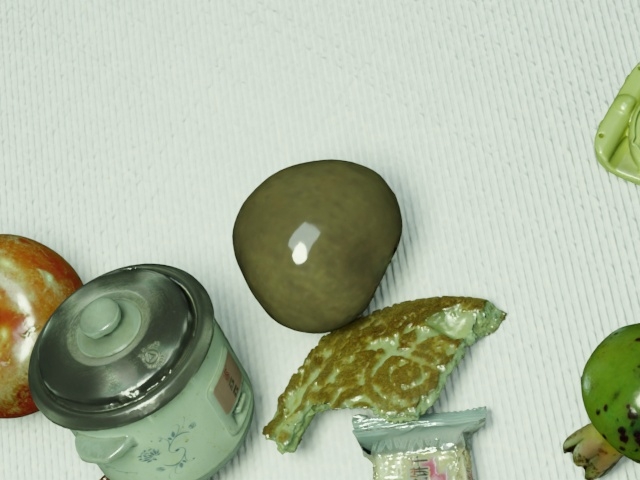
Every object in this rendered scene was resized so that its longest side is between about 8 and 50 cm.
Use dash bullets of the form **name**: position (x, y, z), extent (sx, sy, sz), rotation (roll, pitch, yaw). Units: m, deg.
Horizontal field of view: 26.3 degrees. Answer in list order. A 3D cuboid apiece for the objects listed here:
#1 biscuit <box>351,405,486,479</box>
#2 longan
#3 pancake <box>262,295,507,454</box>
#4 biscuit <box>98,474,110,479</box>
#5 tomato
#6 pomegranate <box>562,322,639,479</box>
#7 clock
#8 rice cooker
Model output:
- **biscuit**: position (0.135, 0.376, 1.818), extent (0.186, 0.079, 0.309), rotation (-6, 71, 14)
- **longan**: position (0.000, 0.000, 1.910), extent (0.246, 0.215, 0.246), rotation (2, 95, 18)
- **pancake**: position (0.092, 0.184, 1.885), extent (0.376, 0.054, 0.197), rotation (-26, 44, -1)
- **biscuit**: position (-0.246, 0.391, 1.939), extent (0.192, 0.049, 0.192), rotation (-3, 69, 7)
- **tomato**: position (-0.457, 0.126, 1.996), extent (0.270, 0.222, 0.270), rotation (0, 92, 13)
- **pomegranate**: position (0.414, 0.217, 1.750), extent (0.202, 0.202, 0.248), rotation (53, 121, 24)
- **clock**: position (0.509, -0.141, 1.891), extent (0.232, 0.069, 0.170), rotation (27, 81, 22)
- **rice cooker**: position (-0.238, 0.182, 1.852), extent (0.264, 0.316, 0.317), rotation (2, 72, 25)
